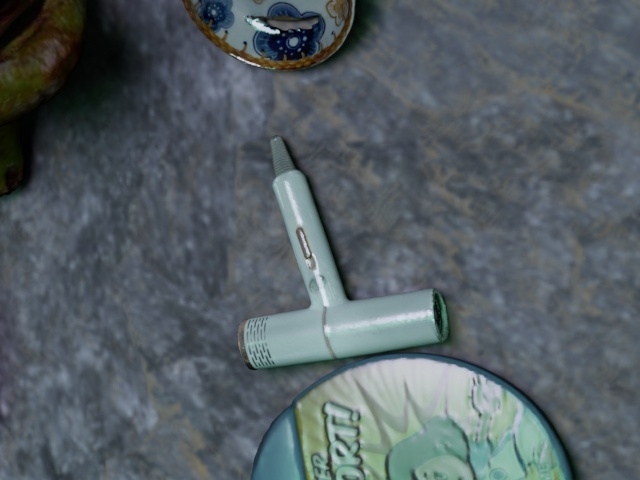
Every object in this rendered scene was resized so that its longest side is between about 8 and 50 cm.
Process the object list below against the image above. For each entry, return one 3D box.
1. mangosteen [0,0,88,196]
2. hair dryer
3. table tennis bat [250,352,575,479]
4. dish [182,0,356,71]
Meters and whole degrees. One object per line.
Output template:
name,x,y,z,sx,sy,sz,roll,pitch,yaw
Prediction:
mangosteen,-0.350,-0.215,1.035,0.382,0.382,0.435,-26,98,18
hair dryer,0.007,-0.003,1.063,0.154,0.044,0.183,-9,83,18
table tennis bat,0.025,0.197,1.055,0.329,0.044,0.215,-11,87,18
dish,-0.030,-0.205,1.067,0.141,0.078,0.141,13,131,15
